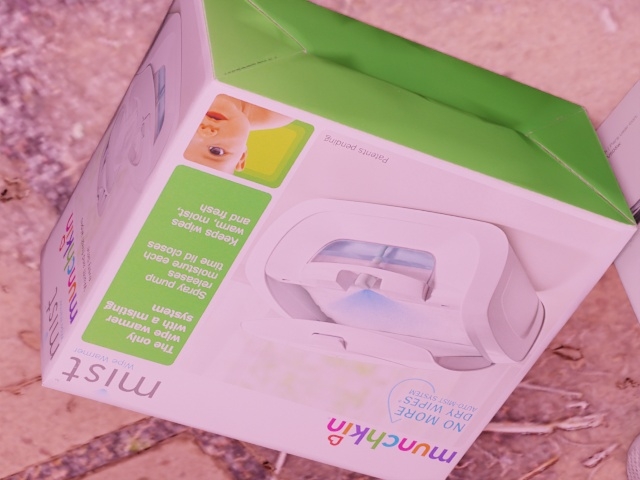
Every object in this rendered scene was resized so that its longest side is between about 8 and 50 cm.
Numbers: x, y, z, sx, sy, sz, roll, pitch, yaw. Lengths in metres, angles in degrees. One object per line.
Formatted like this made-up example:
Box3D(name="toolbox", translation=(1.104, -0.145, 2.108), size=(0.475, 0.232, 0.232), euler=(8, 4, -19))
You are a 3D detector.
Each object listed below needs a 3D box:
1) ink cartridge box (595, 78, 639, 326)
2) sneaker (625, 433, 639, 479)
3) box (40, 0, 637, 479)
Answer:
Box3D(name="ink cartridge box", translation=(0.245, 0.011, 0.961), size=(0.153, 0.208, 0.087), euler=(23, 120, -26))
Box3D(name="sneaker", translation=(0.305, 0.197, 1.221), size=(0.126, 0.091, 0.240), euler=(-31, 129, -5))
Box3D(name="box", translation=(0.000, 0.000, 0.974), size=(0.262, 0.126, 0.231), euler=(19, 123, -23))
